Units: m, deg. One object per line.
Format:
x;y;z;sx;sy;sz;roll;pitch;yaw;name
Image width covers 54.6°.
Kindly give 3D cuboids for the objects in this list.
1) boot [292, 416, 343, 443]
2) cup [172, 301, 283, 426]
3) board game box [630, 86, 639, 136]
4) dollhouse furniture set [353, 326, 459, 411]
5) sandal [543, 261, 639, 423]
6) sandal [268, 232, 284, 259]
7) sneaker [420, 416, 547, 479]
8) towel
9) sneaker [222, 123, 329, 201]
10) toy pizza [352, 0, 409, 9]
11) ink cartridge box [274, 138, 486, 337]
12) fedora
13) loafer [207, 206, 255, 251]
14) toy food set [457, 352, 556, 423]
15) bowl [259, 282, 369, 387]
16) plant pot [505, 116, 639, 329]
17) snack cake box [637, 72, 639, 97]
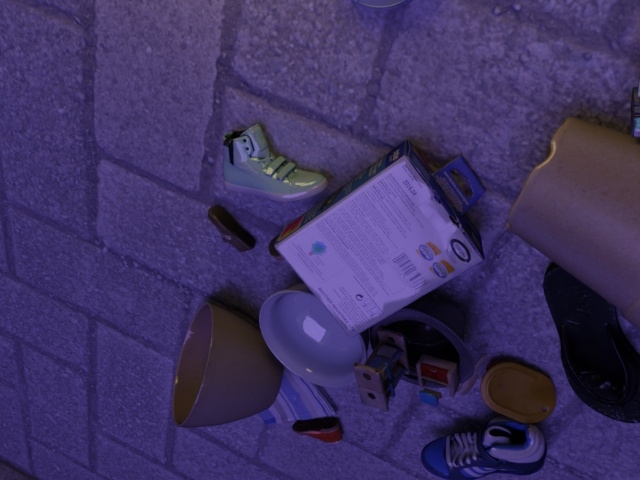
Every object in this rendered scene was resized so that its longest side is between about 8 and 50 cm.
-0.008;0.578;1.866;0.158;0.059;0.084;-6;124;28;boot
-0.240;0.356;1.686;0.237;0.331;0.331;17;134;-21;cup
0.601;-0.204;0.974;0.201;0.136;0.035;5;124;24;board game box
0.190;0.296;1.360;0.184;0.129;0.128;11;131;32;dollhouse furniture set
0.578;0.241;1.312;0.168;0.107;0.445;-17;114;34;sandal
-0.001;-0.006;1.453;0.240;0.088;0.079;-21;147;20;sandal
0.389;0.502;1.534;0.323;0.130;0.236;-6;140;19;sneaker
-0.109;0.462;1.848;0.285;0.034;0.209;-19;111;35;towel
-0.108;-0.175;1.366;0.256;0.094;0.151;8;122;19;sneaker
0.104;-0.505;1.074;0.201;0.032;0.201;13;128;17;toy pizza
0.147;-0.016;1.275;0.395;0.151;0.270;-34;104;22;ink cartridge box
0.248;0.222;1.446;0.244;0.124;0.275;43;140;-3;fedora
-0.231;-0.022;1.555;0.148;0.056;0.050;45;123;-8;loafer
0.448;0.345;1.480;0.218;0.071;0.128;24;98;3;toy food set
0.005;0.210;1.543;0.298;0.134;0.297;17;129;22;bowl
0.499;-0.043;1.044;0.306;0.334;0.333;31;131;17;plant pot
0.552;-0.341;0.887;0.152;0.089;0.264;6;110;27;snack cake box
